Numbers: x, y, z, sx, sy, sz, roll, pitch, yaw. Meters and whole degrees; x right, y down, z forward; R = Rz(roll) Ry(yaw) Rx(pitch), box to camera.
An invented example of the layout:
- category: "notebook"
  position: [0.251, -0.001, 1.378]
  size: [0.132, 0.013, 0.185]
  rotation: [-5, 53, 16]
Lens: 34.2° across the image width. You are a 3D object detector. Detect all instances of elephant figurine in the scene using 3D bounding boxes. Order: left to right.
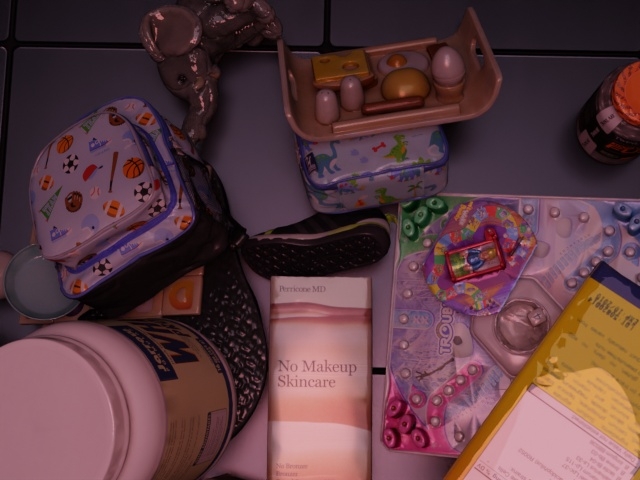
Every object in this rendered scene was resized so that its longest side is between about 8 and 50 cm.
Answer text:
- category: "elephant figurine"
  position: [-0.190, -0.291, 1.556]
  size: [0.239, 0.186, 0.169]
  rotation: [-45, 124, -1]

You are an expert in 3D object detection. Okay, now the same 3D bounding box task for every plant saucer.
- category: "plant saucer"
  position: [-0.394, 0.061, 1.497]
  size: [0.119, 0.021, 0.119]
  rotation: [3, 68, -7]

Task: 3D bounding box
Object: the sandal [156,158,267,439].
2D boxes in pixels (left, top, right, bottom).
- category: "sandal"
  position: [-0.167, 0.091, 1.528]
  size: [0.167, 0.107, 0.446]
  rotation: [-10, 67, 3]

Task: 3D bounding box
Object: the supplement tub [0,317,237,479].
- category: "supplement tub"
  position: [-0.263, 0.214, 1.274]
  size: [0.235, 0.325, 0.235]
  rotation: [-1, 86, 17]

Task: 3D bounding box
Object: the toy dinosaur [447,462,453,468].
- category: "toy dinosaur"
  position: [0.200, 0.368, 1.498]
  size: [0.082, 0.047, 0.090]
  rotation: [-10, 91, 18]

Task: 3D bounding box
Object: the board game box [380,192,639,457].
- category: "board game box"
  position: [0.288, 0.122, 1.487]
  size: [0.390, 0.050, 0.390]
  rotation: [3, 81, 15]

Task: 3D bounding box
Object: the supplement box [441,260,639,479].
- category: "supplement box"
  position: [0.335, 0.235, 1.326]
  size: [0.194, 0.195, 0.356]
  rotation: [36, 89, 18]

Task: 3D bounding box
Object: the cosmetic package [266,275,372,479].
- category: "cosmetic package"
  position: [0.001, 0.203, 1.482]
  size: [0.153, 0.129, 0.296]
  rotation: [-1, 80, 1]

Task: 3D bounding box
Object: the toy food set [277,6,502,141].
- category: "toy food set"
  position: [0.093, -0.258, 1.518]
  size: [0.306, 0.092, 0.220]
  rotation: [-8, 41, 0]

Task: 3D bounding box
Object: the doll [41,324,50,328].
- category: "doll"
  position: [-0.354, 0.153, 1.539]
  size: [0.129, 0.046, 0.189]
  rotation: [26, 88, -4]

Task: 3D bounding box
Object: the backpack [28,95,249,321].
- category: "backpack"
  position: [-0.276, -0.061, 1.432]
  size: [0.276, 0.213, 0.263]
  rotation: [-28, 54, 8]

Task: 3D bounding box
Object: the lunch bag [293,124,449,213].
- category: "lunch bag"
  position: [0.072, -0.138, 1.538]
  size: [0.219, 0.090, 0.176]
  rotation: [-10, 53, -1]

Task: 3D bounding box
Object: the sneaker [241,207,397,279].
- category: "sneaker"
  position: [0.000, 0.000, 1.554]
  size: [0.234, 0.084, 0.097]
  rotation: [-5, 36, 13]

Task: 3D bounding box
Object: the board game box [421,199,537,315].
- category: "board game box"
  position: [0.223, 0.021, 1.480]
  size: [0.133, 0.033, 0.169]
  rotation: [30, 87, 18]

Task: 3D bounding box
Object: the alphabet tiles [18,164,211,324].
- category: "alphabet tiles"
  position: [-0.301, 0.007, 1.524]
  size: [0.285, 0.011, 0.343]
  rotation: [-4, 69, 15]

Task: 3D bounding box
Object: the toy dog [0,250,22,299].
- category: "toy dog"
  position: [-0.615, 0.097, 1.524]
  size: [0.333, 0.161, 0.220]
  rotation: [9, 77, -12]

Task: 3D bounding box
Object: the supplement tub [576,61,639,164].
- category: "supplement tub"
  position: [0.448, -0.186, 1.509]
  size: [0.117, 0.190, 0.117]
  rotation: [0, 81, 2]

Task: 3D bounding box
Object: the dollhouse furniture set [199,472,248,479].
- category: "dollhouse furniture set"
  position: [-0.064, 0.498, 1.477]
  size: [0.355, 0.174, 0.303]
  rotation: [19, 101, 32]
